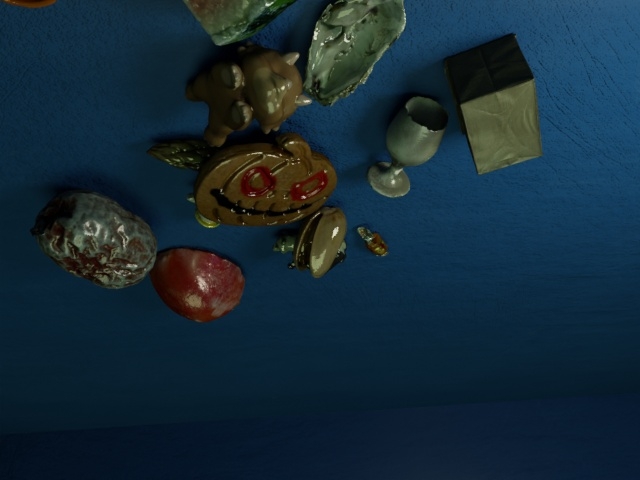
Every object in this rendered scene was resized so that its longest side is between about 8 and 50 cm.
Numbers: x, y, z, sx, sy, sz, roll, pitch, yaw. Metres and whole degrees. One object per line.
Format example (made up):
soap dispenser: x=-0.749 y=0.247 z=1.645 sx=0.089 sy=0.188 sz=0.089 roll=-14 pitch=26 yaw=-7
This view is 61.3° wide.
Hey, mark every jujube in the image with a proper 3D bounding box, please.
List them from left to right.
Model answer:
jujube: x=-0.578 y=-0.002 z=1.404 sx=0.226 sy=0.226 sz=0.317 roll=-19 pitch=150 yaw=20

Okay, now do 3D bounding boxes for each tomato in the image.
tomato: x=-0.392 y=0.163 z=1.693 sx=0.309 sy=0.170 sz=0.309 roll=-4 pitch=146 yaw=-3

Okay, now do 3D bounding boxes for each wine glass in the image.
wine glass: x=0.199 y=-0.213 z=1.259 sx=0.126 sy=0.126 sz=0.241 roll=5 pitch=146 yaw=-13

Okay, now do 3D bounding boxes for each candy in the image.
candy: x=0.165 y=0.012 z=1.641 sx=0.053 sy=0.046 sz=0.182 roll=-18 pitch=145 yaw=22

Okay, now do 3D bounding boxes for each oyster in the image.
oyster: x=0.059 y=-0.370 z=1.051 sx=0.199 sy=0.087 sz=0.252 roll=4 pitch=138 yaw=5

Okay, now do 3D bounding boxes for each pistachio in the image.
pistachio: x=0.000 y=0.000 z=1.502 sx=0.131 sy=0.129 sz=0.206 roll=7 pitch=106 yaw=-50

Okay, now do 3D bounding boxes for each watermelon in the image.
watermelon: x=-0.115 y=-0.457 z=0.854 sx=0.302 sy=0.151 sz=0.264 roll=24 pitch=137 yaw=-35

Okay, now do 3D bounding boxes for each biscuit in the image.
biscuit: x=-0.117 y=-0.135 z=1.310 sx=0.367 sy=0.063 sz=0.314 roll=1 pitch=146 yaw=-36

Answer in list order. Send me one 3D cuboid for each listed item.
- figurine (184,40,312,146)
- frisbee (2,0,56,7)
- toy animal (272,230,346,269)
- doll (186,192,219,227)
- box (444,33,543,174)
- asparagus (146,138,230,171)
figurine: x=-0.134 y=-0.297 z=1.079 sx=0.173 sy=0.177 sz=0.247 roll=-26 pitch=-177 yaw=-33
frisbee: x=-0.508 y=-0.478 z=0.886 sx=0.192 sy=0.035 sz=0.192 roll=-3 pitch=144 yaw=-2
toy animal: x=-0.030 y=0.027 z=1.605 sx=0.225 sy=0.094 sz=0.121 roll=10 pitch=133 yaw=-1
doll: x=-0.283 y=-0.101 z=1.407 sx=0.129 sy=0.081 sz=0.207 roll=1 pitch=148 yaw=-16
box: x=0.370 y=-0.282 z=1.153 sx=0.155 sy=0.149 sz=0.231 roll=-16 pitch=143 yaw=15
asparagus: x=-0.263 y=-0.196 z=1.280 sx=0.287 sy=0.080 sz=0.080 roll=6 pitch=144 yaw=-13
